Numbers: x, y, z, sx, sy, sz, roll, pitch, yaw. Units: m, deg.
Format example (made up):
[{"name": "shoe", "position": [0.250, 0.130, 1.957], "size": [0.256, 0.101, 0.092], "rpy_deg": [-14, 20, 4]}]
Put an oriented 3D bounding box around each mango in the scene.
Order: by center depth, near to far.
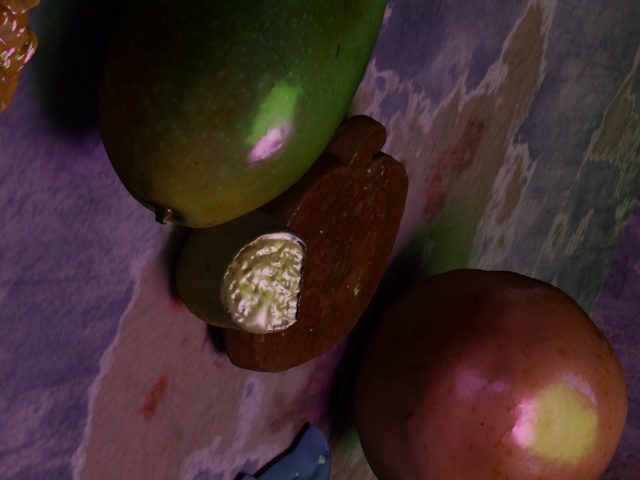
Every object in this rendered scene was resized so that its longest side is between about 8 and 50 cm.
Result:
[{"name": "mango", "position": [-0.049, -0.181, 1.205], "size": [0.382, 0.201, 0.225], "rpy_deg": [-57, 146, -28]}]

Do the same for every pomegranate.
[{"name": "pomegranate", "position": [0.238, 0.238, 2.013], "size": [0.411, 0.411, 0.411], "rpy_deg": [-48, 152, -36]}]

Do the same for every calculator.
[{"name": "calculator", "position": [-0.084, 0.456, 1.968], "size": [0.256, 0.054, 0.386], "rpy_deg": [-29, 141, -56]}]

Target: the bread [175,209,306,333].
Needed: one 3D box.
[{"name": "bread", "position": [-0.081, 0.032, 1.443], "size": [0.111, 0.114, 0.129], "rpy_deg": [-3, 100, -32]}]

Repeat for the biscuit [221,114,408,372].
[{"name": "biscuit", "position": [-0.001, -0.001, 1.678], "size": [0.367, 0.063, 0.314], "rpy_deg": [-15, 124, -62]}]

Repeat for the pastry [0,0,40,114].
[{"name": "pastry", "position": [-0.278, -0.080, 0.913], "size": [0.250, 0.102, 0.154], "rpy_deg": [-60, 169, -21]}]
